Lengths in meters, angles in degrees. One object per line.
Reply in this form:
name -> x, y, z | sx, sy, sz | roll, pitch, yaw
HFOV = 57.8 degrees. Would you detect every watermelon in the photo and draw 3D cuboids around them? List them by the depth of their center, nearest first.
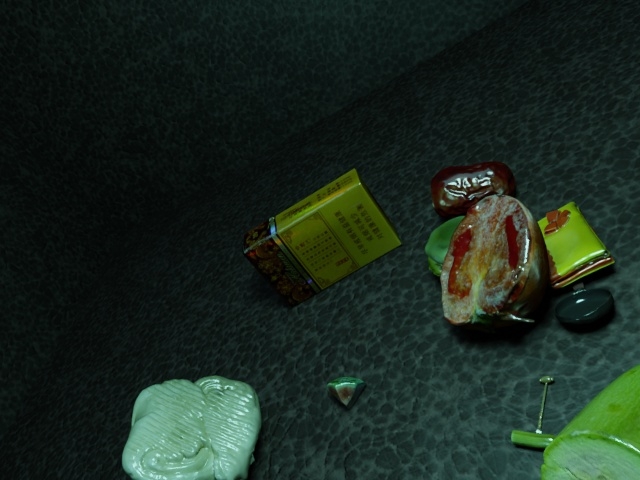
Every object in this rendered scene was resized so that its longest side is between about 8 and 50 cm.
watermelon -> 0.066, 0.358, 1.385 | 0.092, 0.072, 0.084 | -3, 9, -16

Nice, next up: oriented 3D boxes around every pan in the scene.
pan -> 0.542, 0.114, 1.211 | 0.114, 0.040, 0.212 | -24, 16, 23

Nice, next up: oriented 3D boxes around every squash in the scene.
squash -> 0.529, 0.310, 0.908 | 0.308, 0.210, 0.233 | -20, 14, -34
squash -> 0.385, 0.357, 1.035 | 0.083, 0.027, 0.027 | -7, 40, 43

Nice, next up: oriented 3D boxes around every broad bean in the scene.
broad bean -> 0.353, 0.019, 1.521 | 0.169, 0.100, 0.228 | 3, 35, 40

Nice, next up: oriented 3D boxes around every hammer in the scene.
hammer -> 0.417, 0.308, 1.088 | 0.029, 0.014, 0.123 | -21, 32, 45

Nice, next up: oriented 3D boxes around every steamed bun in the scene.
steamed bun -> -0.297, 0.498, 1.396 | 0.309, 0.220, 0.324 | 1, 34, -9

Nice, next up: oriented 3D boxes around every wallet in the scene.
wallet -> 0.548, 0.005, 1.307 | 0.141, 0.067, 0.241 | -31, 20, 20

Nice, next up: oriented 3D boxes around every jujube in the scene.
jujube -> 0.420, -0.143, 1.620 | 0.230, 0.155, 0.155 | -12, 36, 31

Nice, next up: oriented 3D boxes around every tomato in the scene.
tomato -> 0.403, 0.064, 1.266 | 0.309, 0.170, 0.309 | -48, 32, 44

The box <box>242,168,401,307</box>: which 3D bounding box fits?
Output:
box -> 0.000, 0.001, 1.767 | 0.415, 0.264, 0.116 | -31, 30, 13
